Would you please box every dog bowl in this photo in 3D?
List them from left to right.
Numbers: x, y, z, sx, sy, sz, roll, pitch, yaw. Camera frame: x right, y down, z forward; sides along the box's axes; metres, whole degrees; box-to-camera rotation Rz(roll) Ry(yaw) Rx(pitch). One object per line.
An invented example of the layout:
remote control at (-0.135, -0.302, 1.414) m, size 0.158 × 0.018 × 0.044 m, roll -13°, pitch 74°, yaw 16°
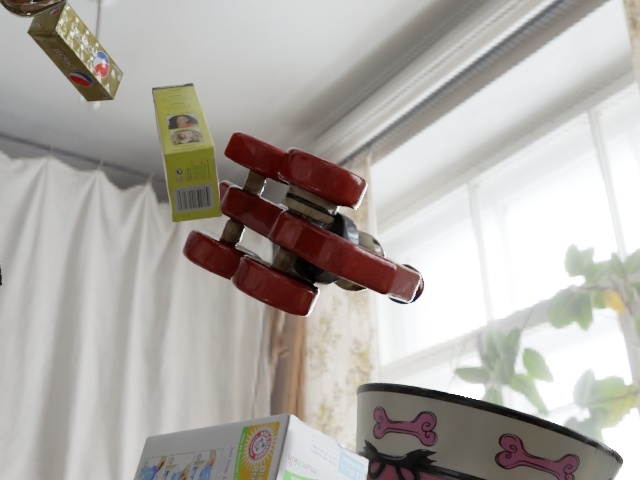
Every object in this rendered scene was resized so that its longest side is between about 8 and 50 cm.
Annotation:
dog bowl at (0.233, 0.348, 1.282) m, size 0.407 × 0.151 × 0.408 m, roll 16°, pitch -17°, yaw 5°

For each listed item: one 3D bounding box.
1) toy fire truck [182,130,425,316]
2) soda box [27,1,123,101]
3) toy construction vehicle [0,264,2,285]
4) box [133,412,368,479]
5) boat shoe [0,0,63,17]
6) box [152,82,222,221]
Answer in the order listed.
toy fire truck at (0.000, 0.000, 1.036) m, size 0.253 × 0.170 × 0.302 m, roll 22°, pitch 2°, yaw -38°
soda box at (-0.405, -0.311, 1.418) m, size 0.058 × 0.061 × 0.181 m, roll 0°, pitch -29°, yaw 22°
toy construction vehicle at (-0.417, 0.033, 0.981) m, size 0.035 × 0.098 × 0.085 m, roll 9°, pitch 17°, yaw 41°
box at (-0.071, 0.236, 0.775) m, size 0.203 × 0.103 × 0.114 m, roll -19°, pitch -45°, yaw 40°
boat shoe at (-0.333, -0.426, 1.244) m, size 0.111 × 0.307 × 0.104 m, roll 52°, pitch -10°, yaw -15°
box at (-0.159, -0.109, 1.001) m, size 0.058 × 0.232 × 0.087 m, roll -8°, pitch -60°, yaw -11°
